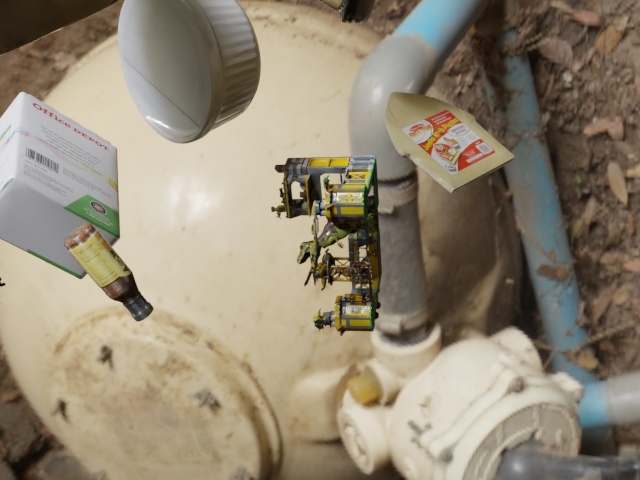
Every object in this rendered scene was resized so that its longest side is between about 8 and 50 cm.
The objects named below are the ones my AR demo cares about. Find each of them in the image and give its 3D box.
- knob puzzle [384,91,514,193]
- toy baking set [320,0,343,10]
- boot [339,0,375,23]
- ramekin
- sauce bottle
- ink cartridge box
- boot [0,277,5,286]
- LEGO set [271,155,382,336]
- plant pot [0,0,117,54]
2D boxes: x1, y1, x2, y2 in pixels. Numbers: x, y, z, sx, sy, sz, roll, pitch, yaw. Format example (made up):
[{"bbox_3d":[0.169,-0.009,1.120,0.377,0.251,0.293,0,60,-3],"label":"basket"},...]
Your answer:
[{"bbox_3d":[0.172,-0.154,1.464,0.213,0.213,0.030,27,132,0],"label":"knob puzzle"},{"bbox_3d":[-0.018,-0.424,1.253,0.256,0.030,0.196,24,108,-12],"label":"toy baking set"},{"bbox_3d":[0.159,-0.438,1.327,0.223,0.118,0.338,11,115,-13],"label":"boot"},{"bbox_3d":[-0.215,-0.307,1.629,0.273,0.127,0.272,25,126,40],"label":"ramekin"},{"bbox_3d":[-0.240,0.038,1.110,0.042,0.042,0.128,-21,117,29],"label":"sauce bottle"},{"bbox_3d":[-0.451,-0.096,1.626,0.201,0.278,0.117,32,114,-31],"label":"ink cartridge box"},{"bbox_3d":[-0.359,-0.002,0.647,0.207,0.094,0.246,-7,147,19],"label":"boot"},{"bbox_3d":[0.000,0.000,1.710,0.192,0.255,0.331,0,126,10],"label":"LEGO set"},{"bbox_3d":[-0.410,-0.405,1.262,0.323,0.323,0.280,-14,111,27],"label":"plant pot"}]
